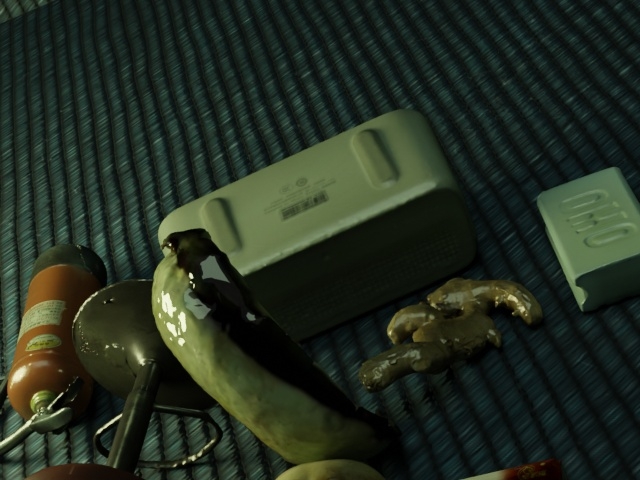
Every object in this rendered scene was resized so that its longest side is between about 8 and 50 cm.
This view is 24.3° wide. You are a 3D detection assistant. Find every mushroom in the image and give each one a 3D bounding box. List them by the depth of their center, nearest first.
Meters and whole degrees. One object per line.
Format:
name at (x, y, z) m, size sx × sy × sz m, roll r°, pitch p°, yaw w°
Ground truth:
mushroom at (0.010, 0.293, 1.608) m, size 0.148 × 0.148 × 0.112 m, roll -6°, pitch 76°, yaw 25°
mushroom at (-0.069, 0.141, 1.696) m, size 0.130 × 0.344 × 0.247 m, roll -44°, pitch 12°, yaw -5°

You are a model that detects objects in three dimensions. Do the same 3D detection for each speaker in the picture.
speaker at (0.000, 0.000, 1.982) m, size 0.406 × 0.183 × 0.184 m, roll -24°, pitch 38°, yaw 0°

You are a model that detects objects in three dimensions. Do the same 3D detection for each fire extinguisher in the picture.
fire extinguisher at (-0.377, 0.175, 2.059) m, size 0.200 × 0.113 × 0.376 m, roll -59°, pitch 19°, yaw 27°

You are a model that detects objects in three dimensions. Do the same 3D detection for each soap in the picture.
soap at (0.352, -0.004, 1.862) m, size 0.119 × 0.066 × 0.198 m, roll -19°, pitch 33°, yaw 4°

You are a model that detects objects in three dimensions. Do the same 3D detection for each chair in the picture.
chair at (-0.230, 0.251, 1.715) m, size 0.227 × 0.226 × 0.401 m, roll -12°, pitch 34°, yaw 18°

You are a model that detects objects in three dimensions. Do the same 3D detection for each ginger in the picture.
ginger at (0.138, 0.116, 1.817) m, size 0.259 × 0.065 × 0.149 m, roll -27°, pitch 26°, yaw -26°

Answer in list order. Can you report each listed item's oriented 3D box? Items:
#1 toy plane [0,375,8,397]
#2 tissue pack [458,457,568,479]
toy plane at (-0.479, 0.219, 2.106) m, size 0.078 × 0.024 × 0.084 m, roll 16°, pitch 47°, yaw 21°
tissue pack at (0.185, 0.297, 1.501) m, size 0.149 × 0.099 × 0.106 m, roll -15°, pitch 34°, yaw 12°
